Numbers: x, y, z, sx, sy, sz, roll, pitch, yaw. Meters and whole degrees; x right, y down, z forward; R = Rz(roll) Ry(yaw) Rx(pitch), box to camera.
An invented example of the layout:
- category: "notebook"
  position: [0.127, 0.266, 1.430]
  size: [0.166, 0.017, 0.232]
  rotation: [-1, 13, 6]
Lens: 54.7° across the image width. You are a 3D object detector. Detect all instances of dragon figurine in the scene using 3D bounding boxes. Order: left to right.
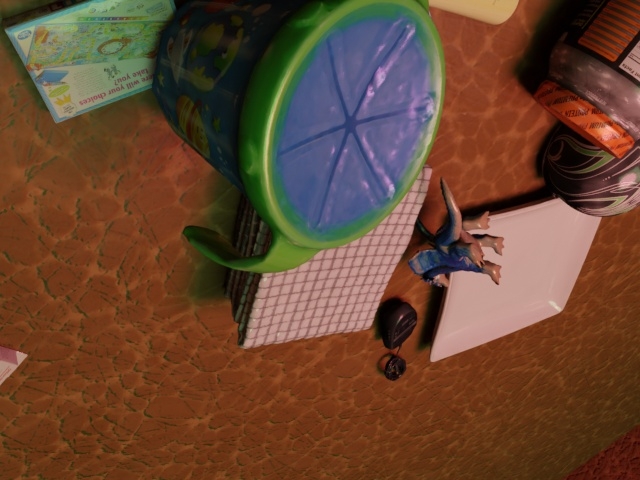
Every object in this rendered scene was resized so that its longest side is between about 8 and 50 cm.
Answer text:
- category: "dragon figurine"
  position: [0.173, 0.007, 0.890]
  size: [0.289, 0.144, 0.085]
  rotation: [32, 62, -54]

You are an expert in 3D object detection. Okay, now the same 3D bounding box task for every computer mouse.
- category: "computer mouse"
  position: [0.140, 0.192, 1.164]
  size: [0.071, 0.041, 0.242]
  rotation: [-34, 145, -27]

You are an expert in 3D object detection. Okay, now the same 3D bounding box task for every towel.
- category: "towel"
  position: [0.000, 0.000, 0.849]
  size: [0.235, 0.121, 0.283]
  rotation: [-4, 127, -31]

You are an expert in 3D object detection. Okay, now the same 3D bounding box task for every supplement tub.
- category: "supplement tub"
  position: [0.450, -0.281, 0.833]
  size: [0.194, 0.193, 0.316]
  rotation: [20, 115, -42]

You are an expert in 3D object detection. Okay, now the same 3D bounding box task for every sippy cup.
- category: "sippy cup"
  position: [-0.038, -0.140, 0.601]
  size: [0.305, 0.224, 0.240]
  rotation: [-44, 140, -20]

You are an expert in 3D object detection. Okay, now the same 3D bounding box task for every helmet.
- category: "helmet"
  position: [0.462, -0.120, 0.992]
  size: [0.169, 0.161, 0.169]
  rotation: [-17, 122, -29]

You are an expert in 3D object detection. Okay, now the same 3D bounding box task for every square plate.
- category: "square plate"
  position: [0.364, 0.055, 1.173]
  size: [0.344, 0.049, 0.347]
  rotation: [-16, 133, -21]

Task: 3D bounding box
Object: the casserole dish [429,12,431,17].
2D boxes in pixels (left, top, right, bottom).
- category: "casserole dish"
  position: [0.078, -0.213, 0.771]
  size: [0.114, 0.037, 0.188]
  rotation: [-19, 135, -18]

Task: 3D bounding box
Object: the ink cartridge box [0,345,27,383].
- category: "ink cartridge box"
  position: [-0.419, 0.158, 0.780]
  size: [0.048, 0.028, 0.083]
  rotation: [-46, 136, 10]

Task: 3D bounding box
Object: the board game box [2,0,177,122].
- category: "board game box"
  position: [-0.212, -0.192, 0.612]
  size: [0.154, 0.026, 0.103]
  rotation: [-25, 136, -12]

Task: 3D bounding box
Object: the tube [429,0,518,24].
- category: "tube"
  position: [0.127, -0.300, 0.703]
  size: [0.240, 0.070, 0.062]
  rotation: [2, 127, -33]
